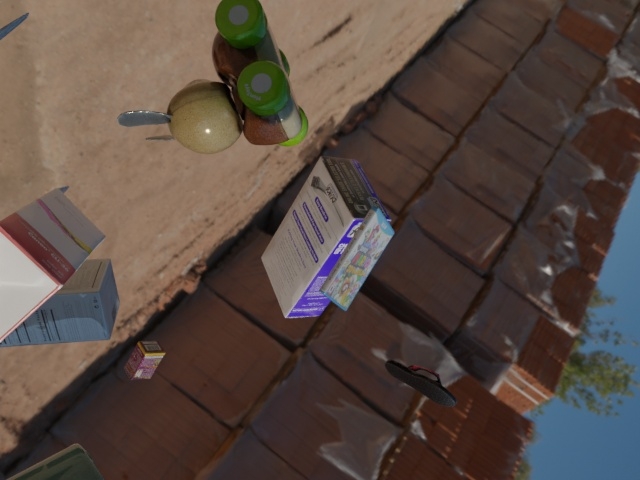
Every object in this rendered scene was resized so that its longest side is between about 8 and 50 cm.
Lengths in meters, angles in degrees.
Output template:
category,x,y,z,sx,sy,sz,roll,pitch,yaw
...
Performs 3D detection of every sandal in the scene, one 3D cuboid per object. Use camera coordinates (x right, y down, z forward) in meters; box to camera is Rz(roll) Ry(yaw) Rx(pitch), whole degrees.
category,x,y,z,sx,sy,sz,roll,pitch,yaw
sandal,0.203,0.275,1.231,0.040,0.179,0.067,-38,125,-24

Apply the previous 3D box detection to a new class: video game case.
category,x,y,z,sx,sy,sz,roll,pitch,yaw
video game case,0.065,0.033,1.037,0.166,0.015,0.119,-58,152,-7

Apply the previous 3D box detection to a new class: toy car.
category,x,y,z,sx,sy,sz,roll,pitch,yaw
toy car,-0.124,-0.158,0.686,0.188,0.149,0.155,-19,172,5

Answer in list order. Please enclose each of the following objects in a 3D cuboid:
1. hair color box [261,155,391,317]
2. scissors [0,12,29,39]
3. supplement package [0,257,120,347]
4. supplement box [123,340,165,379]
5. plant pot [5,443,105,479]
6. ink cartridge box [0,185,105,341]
category,x,y,z,sx,sy,sz,roll,pitch,yaw
hair color box,0.000,0.000,1.364,0.110,0.185,0.339,0,140,-34
scissors,-0.821,-0.460,1.461,0.297,0.109,0.021,-43,-147,19
supplement package,-0.585,0.134,1.344,0.139,0.244,0.134,-101,-171,-59
supplement box,-0.399,0.272,1.392,0.055,0.043,0.083,11,118,-51
plant pot,-0.493,0.537,1.010,0.334,0.341,0.341,-30,160,-30
ink cartridge box,-0.257,0.023,0.525,0.115,0.067,0.198,-41,-164,4
